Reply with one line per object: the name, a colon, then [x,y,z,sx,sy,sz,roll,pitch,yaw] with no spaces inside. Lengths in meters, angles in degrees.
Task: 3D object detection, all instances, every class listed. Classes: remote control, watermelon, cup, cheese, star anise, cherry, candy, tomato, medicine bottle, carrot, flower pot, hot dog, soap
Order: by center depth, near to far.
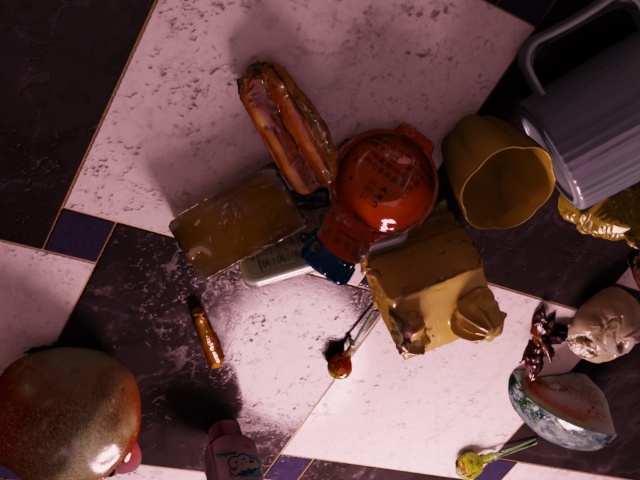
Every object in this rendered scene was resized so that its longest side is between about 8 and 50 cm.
hot dog: [-0.051,-0.200,1.485,0.115,0.072,0.269,-12,124,23]
cup: [0.549,-0.252,1.556,0.311,0.257,0.331,-30,133,8]
soap: [-0.152,-0.035,1.566,0.233,0.076,0.135,-29,96,4]
cheese: [0.092,-0.073,1.573,0.217,0.129,0.329,34,84,3]
flower pot: [0.324,-0.144,1.614,0.195,0.179,0.195,-10,128,-12]
remote control: [-0.028,-0.080,1.640,0.096,0.014,0.039,-5,98,-14]
remote control: [0.000,0.000,1.653,0.335,0.128,0.065,-16,147,-6]
tomato: [-0.509,0.340,1.673,0.303,0.303,0.239,2,111,-21]
carrot: [-0.241,0.207,1.796,0.042,0.042,0.170,-17,128,-6]
cherry: [-0.465,0.484,1.910,0.106,0.087,0.126,-23,150,-9]
candy: [0.076,0.238,1.931,0.060,0.060,0.201,16,114,-29]
medicine bottle: [-0.209,0.515,1.956,0.119,0.188,0.094,2,127,-21]
star anise: [0.569,0.252,2.108,0.157,0.053,0.212,2,108,-37]
watermelon: [0.658,0.433,2.202,0.213,0.289,0.320,-50,118,-16]
candy: [0.498,0.608,2.378,0.262,0.073,0.077,-16,150,-16]

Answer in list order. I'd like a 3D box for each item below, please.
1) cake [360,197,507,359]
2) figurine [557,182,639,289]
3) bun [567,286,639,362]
cake: [0.223,0.101,1.705,0.227,0.286,0.222,-21,132,-2]
figurine: [0.658,-0.009,1.751,0.187,0.315,0.168,15,122,-30]
bun: [0.707,0.220,2.065,0.193,0.128,0.178,-34,134,-7]
